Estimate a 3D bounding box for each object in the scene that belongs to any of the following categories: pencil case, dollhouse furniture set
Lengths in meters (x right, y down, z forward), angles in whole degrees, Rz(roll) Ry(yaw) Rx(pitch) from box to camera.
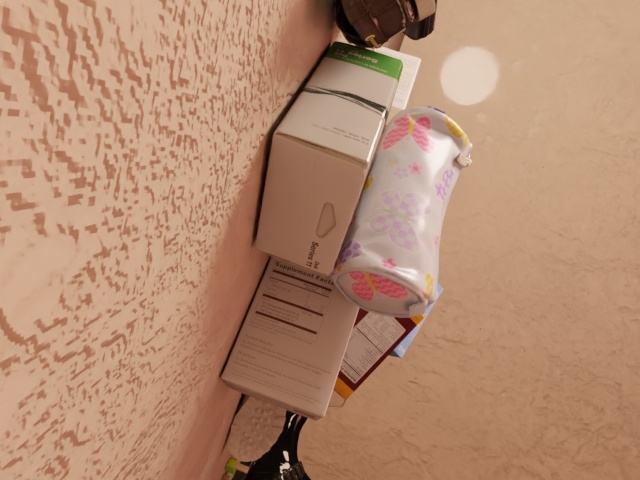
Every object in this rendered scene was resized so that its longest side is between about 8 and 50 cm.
[{"bbox_3d":[0.108,-0.039,0.596,0.113,0.124,0.273,110,2,-61],"label":"pencil case"},{"bbox_3d":[-0.186,0.528,1.051,0.151,0.058,0.076,-18,128,-85],"label":"dollhouse furniture set"}]

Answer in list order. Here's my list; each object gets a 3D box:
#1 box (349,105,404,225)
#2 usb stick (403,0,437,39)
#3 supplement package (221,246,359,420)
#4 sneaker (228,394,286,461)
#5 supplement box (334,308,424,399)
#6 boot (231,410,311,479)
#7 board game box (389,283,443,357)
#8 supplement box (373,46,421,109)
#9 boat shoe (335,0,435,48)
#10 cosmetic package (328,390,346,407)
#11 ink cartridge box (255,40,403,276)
[{"bbox_3d":[0.068,-0.105,0.797,0.127,0.148,0.233,84,25,-80],"label":"box"},{"bbox_3d":[0.087,-0.294,0.420,0.278,0.045,0.077,64,6,-72],"label":"usb stick"},{"bbox_3d":[-0.022,0.104,0.654,0.139,0.133,0.244,101,9,-67],"label":"supplement package"},{"bbox_3d":[-0.105,0.295,0.890,0.095,0.090,0.235,164,-51,-79],"label":"sneaker"},{"bbox_3d":[0.042,0.138,0.852,0.194,0.129,0.191,-45,-162,-4],"label":"supplement box"},{"bbox_3d":[-0.056,0.591,1.217,0.348,0.260,0.131,-52,157,-36],"label":"boot"},{"bbox_3d":[0.124,0.146,0.935,0.160,0.039,0.211,-52,-160,-23],"label":"board game box"},{"bbox_3d":[0.134,-0.302,1.050,0.111,0.113,0.220,96,13,-72],"label":"supplement box"},{"bbox_3d":[0.045,-0.228,0.455,0.068,0.081,0.228,-27,-161,9],"label":"boat shoe"},{"bbox_3d":[-0.004,0.374,1.520,0.296,0.153,0.129,-98,-162,-48],"label":"cosmetic package"},{"bbox_3d":[0.012,-0.091,0.496,0.208,0.086,0.153,-69,177,-46],"label":"ink cartridge box"}]
